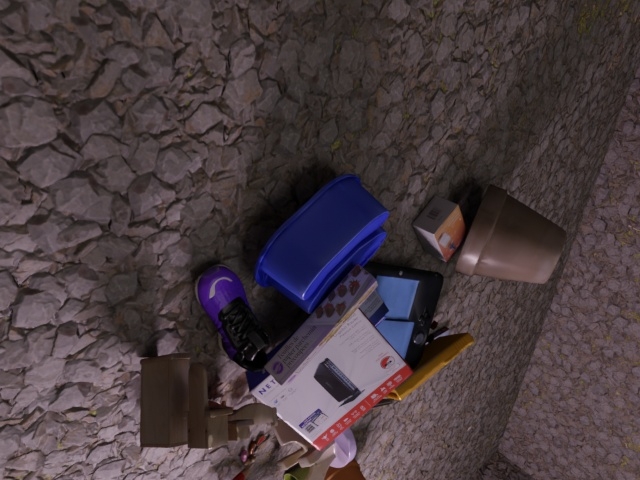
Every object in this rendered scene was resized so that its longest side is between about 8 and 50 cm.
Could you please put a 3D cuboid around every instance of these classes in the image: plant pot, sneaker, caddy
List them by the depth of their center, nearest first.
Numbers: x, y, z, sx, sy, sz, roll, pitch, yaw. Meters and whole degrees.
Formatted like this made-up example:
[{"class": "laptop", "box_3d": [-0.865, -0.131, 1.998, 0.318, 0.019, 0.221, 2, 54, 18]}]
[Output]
[{"class": "sneaker", "box_3d": [-0.174, 0.182, 1.014, 0.102, 0.146, 0.293, -34, 134, -25]}, {"class": "caddy", "box_3d": [0.000, 0.000, 1.062, 0.341, 0.179, 0.241, -44, 160, -14]}, {"class": "plant pot", "box_3d": [0.645, 0.005, 1.553, 0.323, 0.281, 0.323, -55, 157, -36]}, {"class": "plant pot", "box_3d": [-0.067, 0.793, 1.553, 0.079, 0.083, 0.083, -29, 133, -48]}, {"class": "plant pot", "box_3d": [0.077, 0.967, 1.697, 0.291, 0.203, 0.290, -24, 130, -33]}]

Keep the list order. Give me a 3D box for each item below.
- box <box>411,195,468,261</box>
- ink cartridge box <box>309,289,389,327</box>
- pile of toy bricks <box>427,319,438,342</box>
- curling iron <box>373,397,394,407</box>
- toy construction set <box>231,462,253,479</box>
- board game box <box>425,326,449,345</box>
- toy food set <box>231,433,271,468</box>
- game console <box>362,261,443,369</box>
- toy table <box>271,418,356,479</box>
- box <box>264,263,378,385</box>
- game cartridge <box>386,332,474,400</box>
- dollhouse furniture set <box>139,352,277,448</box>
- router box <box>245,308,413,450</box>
[{"class": "box", "box_3d": [0.388, -0.036, 1.489, 0.130, 0.091, 0.170, -51, 138, -10]}, {"class": "ink cartridge box", "box_3d": [0.069, 0.177, 1.256, 0.186, 0.065, 0.311, -42, 122, -16]}, {"class": "pile of toy bricks", "box_3d": [0.345, 0.352, 1.670, 0.212, 0.118, 0.105, -58, 155, 0]}, {"class": "curling iron", "box_3d": [0.117, 0.567, 1.552, 0.274, 0.035, 0.068, -12, 120, -13]}, {"class": "toy construction set", "box_3d": [-0.185, 0.811, 1.373, 0.237, 0.258, 0.308, -24, 111, -56]}, {"class": "board game box", "box_3d": [0.417, 0.457, 1.864, 0.281, 0.027, 0.145, -16, 122, -39]}, {"class": "toy food set", "box_3d": [-0.198, 0.617, 1.350, 0.122, 0.019, 0.078, -45, 138, -16]}, {"class": "game console", "box_3d": [0.195, 0.241, 1.406, 0.387, 0.060, 0.341, 10, 103, -33]}, {"class": "toy table", "box_3d": [-0.024, 0.627, 1.379, 0.161, 0.252, 0.274, -20, 152, -33]}, {"class": "box", "box_3d": [0.006, 0.196, 1.075, 0.324, 0.063, 0.067, -47, 160, -4]}, {"class": "game cartridge", "box_3d": [0.349, 0.435, 1.608, 0.324, 0.052, 0.285, -30, 171, -15]}, {"class": "dollhouse furniture set", "box_3d": [-0.201, 0.337, 1.029, 0.356, 0.303, 0.173, 13, 66, -50]}, {"class": "router box", "box_3d": [0.028, 0.347, 1.206, 0.335, 0.082, 0.301, -40, 117, 0]}]
